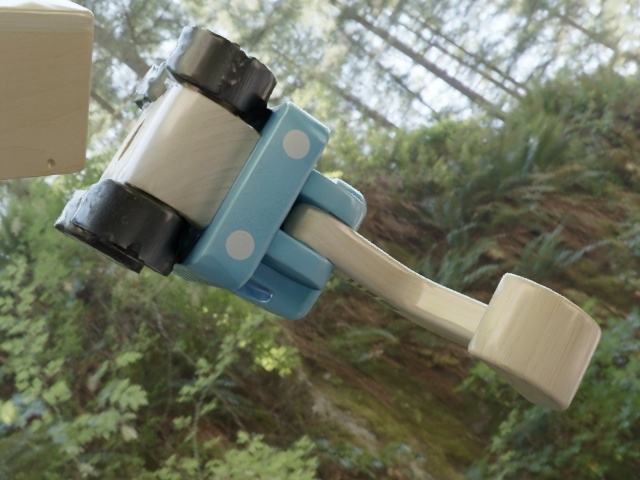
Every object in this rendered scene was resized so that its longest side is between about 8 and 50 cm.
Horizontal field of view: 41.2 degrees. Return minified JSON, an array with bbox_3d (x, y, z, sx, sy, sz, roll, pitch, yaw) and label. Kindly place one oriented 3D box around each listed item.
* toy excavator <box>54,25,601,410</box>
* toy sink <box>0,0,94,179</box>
[{"bbox_3d":[0.000,0.000,0.857,0.222,0.445,0.433,-62,19,-10],"label":"toy excavator"},{"bbox_3d":[-0.298,-0.134,0.645,0.152,0.234,0.131,-11,-60,-42],"label":"toy sink"}]
